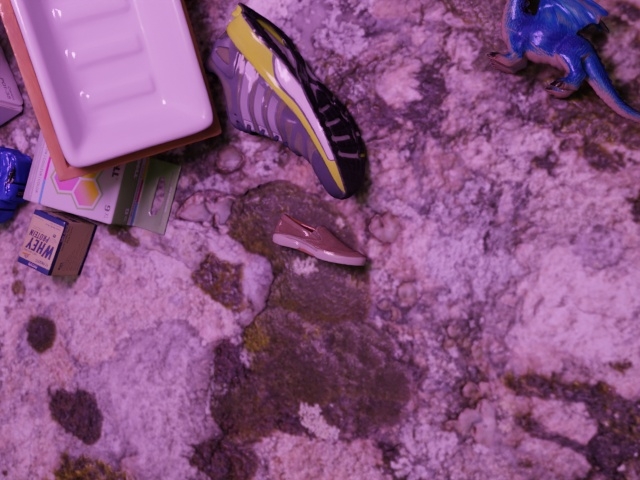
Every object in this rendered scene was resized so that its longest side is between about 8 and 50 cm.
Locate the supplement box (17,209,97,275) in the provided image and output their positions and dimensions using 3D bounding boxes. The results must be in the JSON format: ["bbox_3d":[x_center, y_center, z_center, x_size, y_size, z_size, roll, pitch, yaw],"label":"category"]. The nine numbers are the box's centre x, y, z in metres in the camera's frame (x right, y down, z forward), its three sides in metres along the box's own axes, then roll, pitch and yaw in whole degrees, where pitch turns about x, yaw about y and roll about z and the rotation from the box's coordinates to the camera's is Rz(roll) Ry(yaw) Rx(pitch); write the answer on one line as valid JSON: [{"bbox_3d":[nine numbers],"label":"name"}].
[{"bbox_3d":[-0.384,0.004,1.249,0.056,0.083,0.083,22,95,17],"label":"supplement box"}]

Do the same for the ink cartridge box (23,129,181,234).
[{"bbox_3d":[-0.318,-0.085,1.242,0.209,0.062,0.109,16,93,17],"label":"ink cartridge box"}]

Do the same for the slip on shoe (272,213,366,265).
[{"bbox_3d":[0.000,0.000,1.146,0.135,0.051,0.041,18,97,25],"label":"slip on shoe"}]

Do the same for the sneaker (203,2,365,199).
[{"bbox_3d":[-0.050,-0.170,1.149,0.121,0.111,0.300,-42,73,26],"label":"sneaker"}]

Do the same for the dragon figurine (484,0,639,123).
[{"bbox_3d":[0.298,-0.254,1.036,0.289,0.085,0.144,30,98,18],"label":"dragon figurine"}]

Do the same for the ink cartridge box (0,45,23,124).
[{"bbox_3d":[-0.632,-0.231,1.317,0.283,0.117,0.207,-28,80,15],"label":"ink cartridge box"}]

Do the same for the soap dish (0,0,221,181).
[{"bbox_3d":[-0.282,-0.249,1.125,0.228,0.118,0.291,-20,105,-19],"label":"soap dish"}]

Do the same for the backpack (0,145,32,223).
[{"bbox_3d":[-0.494,-0.083,1.280,0.101,0.098,0.120,12,91,14],"label":"backpack"}]
